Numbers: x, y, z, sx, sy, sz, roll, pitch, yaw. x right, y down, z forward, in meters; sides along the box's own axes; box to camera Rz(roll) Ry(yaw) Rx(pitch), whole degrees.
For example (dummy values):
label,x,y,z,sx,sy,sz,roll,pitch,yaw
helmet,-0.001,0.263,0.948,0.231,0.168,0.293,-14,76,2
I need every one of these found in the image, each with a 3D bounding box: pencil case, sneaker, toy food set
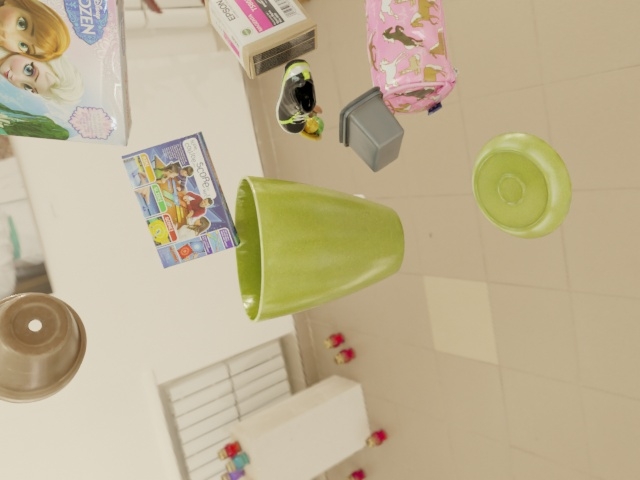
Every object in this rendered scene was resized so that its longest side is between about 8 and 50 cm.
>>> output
label,x,y,z,sx,sy,sz,roll,pitch,yaw
pencil case,0.182,-0.461,1.264,0.160,0.167,0.386,146,122,-64
sneaker,-0.058,-0.336,1.496,0.235,0.084,0.097,95,153,-55
toy food set,-0.042,-0.396,1.914,0.071,0.128,0.218,-59,20,26

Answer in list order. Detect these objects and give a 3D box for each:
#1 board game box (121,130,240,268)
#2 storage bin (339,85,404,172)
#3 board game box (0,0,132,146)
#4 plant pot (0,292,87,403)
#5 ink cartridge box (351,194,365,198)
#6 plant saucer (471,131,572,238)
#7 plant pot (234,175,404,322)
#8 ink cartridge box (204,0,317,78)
label,x,y,z,sx,sy,sz,roll,pitch,yaw
board game box,-0.232,-0.067,1.017,0.035,0.136,0.201,-97,-9,-77
storage bin,0.097,-0.185,1.038,0.091,0.098,0.135,53,170,14
board game box,-0.443,-0.287,0.865,0.319,0.318,0.066,105,164,-49
plant pot,-0.665,0.224,1.385,0.229,0.263,0.263,-40,72,55
ink cartridge box,0.000,0.000,1.727,0.066,0.296,0.261,122,142,-65
plant saucer,0.418,-0.112,1.301,0.241,0.037,0.241,29,130,41
plant pot,0.002,0.008,1.165,0.275,0.293,0.275,177,90,-73
ink cartridge box,-0.146,-0.537,1.486,0.235,0.193,0.088,55,165,21
